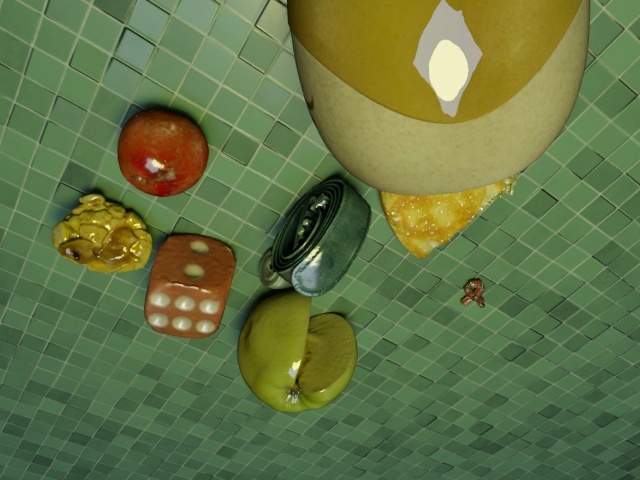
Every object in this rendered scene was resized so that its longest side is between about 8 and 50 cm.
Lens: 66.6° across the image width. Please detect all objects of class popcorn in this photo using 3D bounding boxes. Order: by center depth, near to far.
[{"bbox_3d":[-0.467,-0.010,1.045,0.194,0.163,0.140,1,154,-41],"label":"popcorn"}]

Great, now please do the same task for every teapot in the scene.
[{"bbox_3d":[-0.075,0.076,1.131,0.091,0.124,0.092,16,97,-40],"label":"teapot"}]

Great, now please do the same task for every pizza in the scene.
[{"bbox_3d":[0.278,-0.086,1.049,0.288,0.075,0.280,-16,128,7],"label":"pizza"}]

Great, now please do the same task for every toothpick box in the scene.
[{"bbox_3d":[0.159,-0.313,0.679,0.409,0.409,0.425,-12,119,7],"label":"toothpick box"}]

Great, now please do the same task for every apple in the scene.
[{"bbox_3d":[-0.056,0.270,1.180,0.292,0.254,0.291,2,128,2],"label":"apple"}]

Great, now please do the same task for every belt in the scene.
[{"bbox_3d":[0.000,0.000,0.983,0.116,0.267,0.206,39,140,-25],"label":"belt"}]

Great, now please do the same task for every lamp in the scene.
[{"bbox_3d":[0.390,0.133,1.229,0.063,0.031,0.083,-3,121,-1],"label":"lamp"}]

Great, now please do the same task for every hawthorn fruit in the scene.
[{"bbox_3d":[-0.296,-0.161,0.919,0.173,0.173,0.172,-1,125,-1],"label":"hawthorn fruit"}]

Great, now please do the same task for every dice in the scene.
[{"bbox_3d":[-0.293,0.102,1.101,0.175,0.179,0.174,16,124,-9],"label":"dice"}]
